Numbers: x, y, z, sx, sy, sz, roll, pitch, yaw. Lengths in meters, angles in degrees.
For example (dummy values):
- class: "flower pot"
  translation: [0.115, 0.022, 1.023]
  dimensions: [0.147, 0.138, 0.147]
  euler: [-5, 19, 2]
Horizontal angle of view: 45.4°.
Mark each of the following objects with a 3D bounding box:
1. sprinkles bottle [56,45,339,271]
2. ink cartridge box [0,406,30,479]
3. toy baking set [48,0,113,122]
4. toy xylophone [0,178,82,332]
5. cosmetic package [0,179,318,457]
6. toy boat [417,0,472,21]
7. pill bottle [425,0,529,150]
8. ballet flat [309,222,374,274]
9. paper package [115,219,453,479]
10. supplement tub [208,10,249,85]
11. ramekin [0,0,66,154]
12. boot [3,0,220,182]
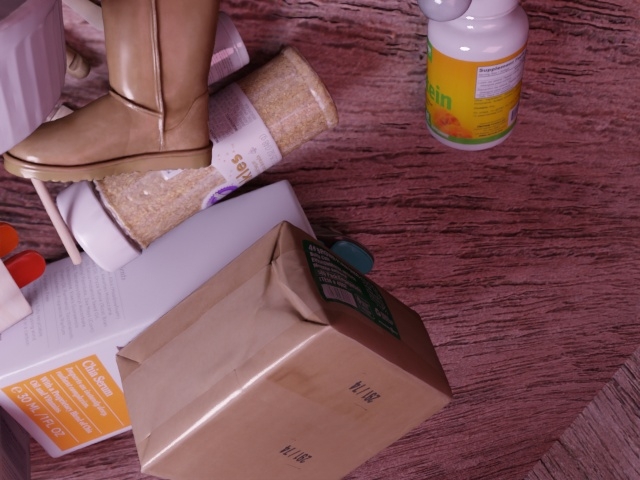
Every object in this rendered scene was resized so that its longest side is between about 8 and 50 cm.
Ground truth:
- class: "sprinkles bottle"
  translation: [-0.152, -0.104, 0.970]
  dimensions: [0.355, 0.121, 0.121]
  euler: [-34, 142, -3]
- class: "ink cartridge box"
  translation: [-0.487, 0.292, 1.019]
  dimensions: [0.130, 0.272, 0.310]
  euler: [-9, 142, -10]
- class: "toy baking set"
  translation: [-0.292, -0.193, 0.844]
  dimensions: [0.196, 0.030, 0.256]
  euler: [-4, 132, -34]
- class: "toy xylophone"
  translation: [-0.409, -0.004, 0.851]
  dimensions: [0.236, 0.081, 0.323]
  euler: [-27, 127, -28]
- class: "cosmetic package"
  translation: [-0.212, 0.113, 1.071]
  dimensions: [0.453, 0.162, 0.230]
  euler: [-21, 141, -5]
- class: "toy boat"
  translation: [0.188, -0.415, 0.876]
  dimensions: [0.267, 0.148, 0.318]
  euler: [6, 126, -41]
- class: "pill bottle"
  translation: [0.217, -0.259, 1.071]
  dimensions: [0.136, 0.136, 0.246]
  euler: [-24, 141, -14]
- class: "ballet flat"
  translation: [0.000, 0.000, 1.230]
  dimensions: [0.213, 0.068, 0.072]
  euler: [17, 126, -37]
- class: "paper package"
  translation: [-0.037, 0.176, 0.972]
  dimensions: [0.309, 0.168, 0.325]
  euler: [-39, 139, 14]
- class: "supplement tub"
  translation: [-0.146, -0.215, 0.899]
  dimensions: [0.107, 0.071, 0.071]
  euler: [-29, 142, -8]
- class: "ramekin"
  translation: [-0.346, -0.179, 0.632]
  dimensions: [0.277, 0.277, 0.135]
  euler: [-19, 147, -21]
- class: "boot"
  translation: [-0.215, -0.206, 0.792]
  dimensions: [0.236, 0.089, 0.270]
  euler: [-10, 117, -29]
